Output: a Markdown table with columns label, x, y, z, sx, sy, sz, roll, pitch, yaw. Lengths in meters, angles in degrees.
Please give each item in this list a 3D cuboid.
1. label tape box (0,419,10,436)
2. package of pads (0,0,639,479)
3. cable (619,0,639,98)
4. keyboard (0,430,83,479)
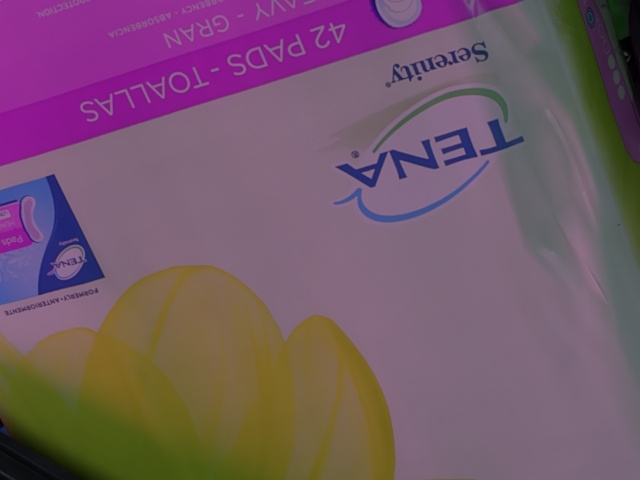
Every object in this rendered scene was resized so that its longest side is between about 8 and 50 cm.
| label | x | y | z | sx | sy | sz | roll | pitch | yaw |
| --- | --- | --- | --- | --- | --- | --- | --- | --- | --- |
| label tape box | -0.179 | -0.019 | 0.658 | 0.241 | 0.106 | 0.333 | -35 | 111 | 12 |
| package of pads | 0.000 | 0.000 | 0.544 | 0.229 | 0.101 | 0.296 | -15 | 114 | 18 |
| cable | 0.075 | -0.107 | 0.631 | 0.151 | 0.047 | 0.184 | 23 | 89 | 22 |
| keyboard | -0.071 | 0.178 | 0.582 | 0.317 | 0.033 | 0.201 | 33 | 118 | -2 |
